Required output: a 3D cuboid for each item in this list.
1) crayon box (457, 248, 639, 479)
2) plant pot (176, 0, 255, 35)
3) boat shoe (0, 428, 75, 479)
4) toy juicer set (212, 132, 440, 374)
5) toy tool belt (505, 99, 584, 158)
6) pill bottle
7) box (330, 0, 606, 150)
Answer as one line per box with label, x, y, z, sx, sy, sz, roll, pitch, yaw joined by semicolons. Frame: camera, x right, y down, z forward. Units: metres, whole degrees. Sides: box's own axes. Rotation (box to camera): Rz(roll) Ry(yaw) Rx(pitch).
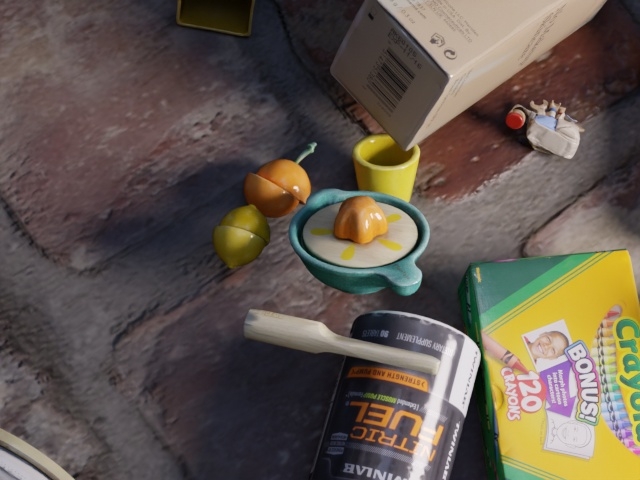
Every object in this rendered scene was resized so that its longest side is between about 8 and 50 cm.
crayon box;0.241;0.156;1.656;0.165;0.081;0.278;-5;71;-7
plant pot;-0.105;-0.278;1.780;0.081;0.081;0.083;10;59;-2
boat shoe;-0.268;0.262;1.551;0.302;0.113;0.103;30;65;4
toy juicer set;0.000;0.000;1.607;0.209;0.089;0.329;-1;36;-1
toy tool belt;0.238;-0.123;1.779;0.083;0.052;0.051;26;39;0
pill bottle;0.063;0.201;1.597;0.130;0.130;0.246;16;70;0
box;0.171;-0.239;1.721;0.311;0.148;0.121;-36;77;-30
